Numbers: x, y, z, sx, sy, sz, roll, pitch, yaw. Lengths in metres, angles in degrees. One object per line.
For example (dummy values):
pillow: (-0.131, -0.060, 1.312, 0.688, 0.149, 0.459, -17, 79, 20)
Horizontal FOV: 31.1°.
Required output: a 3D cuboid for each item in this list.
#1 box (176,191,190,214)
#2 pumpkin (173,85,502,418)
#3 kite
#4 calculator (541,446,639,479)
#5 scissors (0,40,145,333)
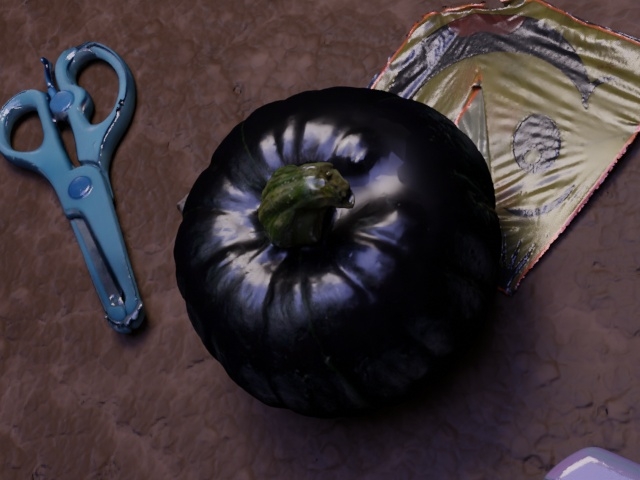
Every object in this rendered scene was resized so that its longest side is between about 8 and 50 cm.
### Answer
box: (-0.096, -0.018, 1.165, 0.062, 0.045, 0.098, -40, 56, 2)
pumpkin: (0.000, 0.000, 0.979, 0.295, 0.296, 0.296, -10, 63, 20)
kite: (0.165, -0.099, 1.105, 0.377, 0.013, 0.328, -11, 62, 20)
calculator: (0.269, 0.256, 0.876, 0.246, 0.045, 0.141, 22, 77, 30)
scissors: (-0.254, -0.062, 1.263, 0.180, 0.032, 0.393, -30, 57, 8)
